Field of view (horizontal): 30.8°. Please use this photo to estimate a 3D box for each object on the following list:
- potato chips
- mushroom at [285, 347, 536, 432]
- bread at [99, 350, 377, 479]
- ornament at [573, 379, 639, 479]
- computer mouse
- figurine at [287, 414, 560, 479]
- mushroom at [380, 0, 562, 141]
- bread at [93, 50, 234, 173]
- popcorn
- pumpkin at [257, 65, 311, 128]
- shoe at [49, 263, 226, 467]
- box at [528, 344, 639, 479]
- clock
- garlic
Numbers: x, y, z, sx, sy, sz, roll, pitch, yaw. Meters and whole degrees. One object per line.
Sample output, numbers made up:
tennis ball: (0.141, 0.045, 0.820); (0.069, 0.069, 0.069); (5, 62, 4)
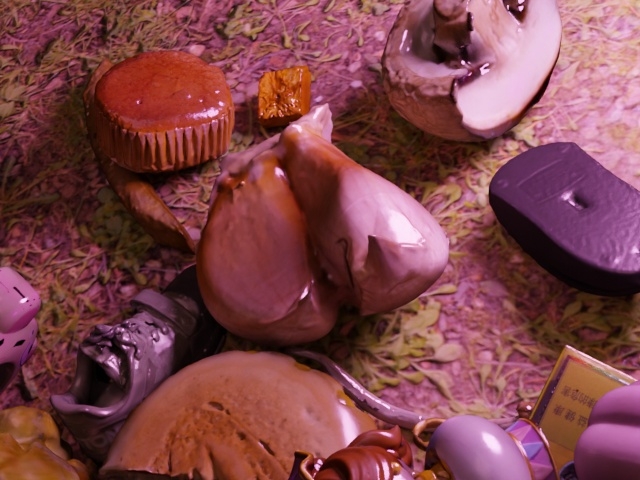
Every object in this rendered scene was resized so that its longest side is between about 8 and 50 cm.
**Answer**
potato chips: (-0.277, -0.119, 1.663); (0.080, 0.057, 0.407); (-27, 53, -2)
mushroom: (0.103, 0.182, 1.318); (0.306, 0.043, 0.068); (11, 91, 16)
bread: (-0.070, 0.275, 1.259); (0.333, 0.160, 0.333); (-8, 57, 13)
ornament: (0.319, 0.215, 1.089); (0.178, 0.177, 0.177); (-9, 55, 14)
computer mouse: (0.313, -0.013, 1.363); (0.138, 0.086, 0.269); (-30, 44, -12)
figurine: (0.085, 0.245, 1.090); (0.264, 0.142, 0.189); (-12, 29, -13)
mushroom: (0.188, -0.246, 1.515); (0.164, 0.190, 0.267); (3, 71, 45)
bread: (-0.218, -0.185, 1.618); (0.199, 0.104, 0.199); (4, 47, -4)
popcorn: (-0.361, 0.308, 1.309); (0.225, 0.276, 0.276); (-46, 53, 9)
pumpkin: (-0.050, -0.202, 1.643); (0.074, 0.054, 0.083); (-4, 77, 21)
shoe: (-0.218, 0.127, 1.420); (0.109, 0.149, 0.293); (18, 66, 30)
box: (0.269, 0.237, 1.204); (0.141, 0.064, 0.220); (27, 70, 12)
clock: (-0.470, 0.180, 1.401); (0.114, 0.284, 0.309); (43, 63, 7)
garlic: (0.000, 0.000, 1.386); (0.286, 0.249, 0.313); (-17, 47, -20)
